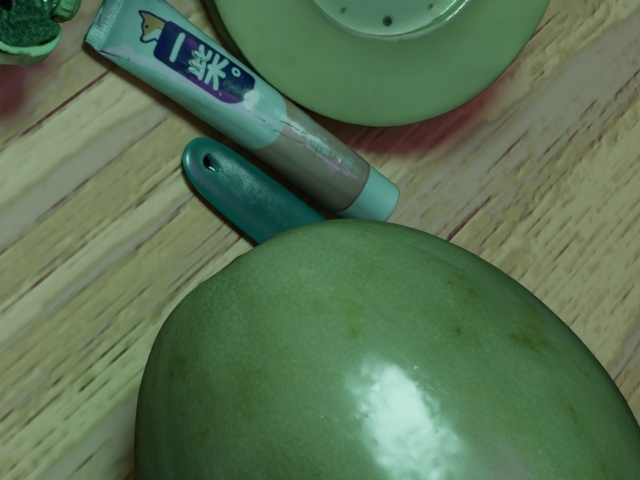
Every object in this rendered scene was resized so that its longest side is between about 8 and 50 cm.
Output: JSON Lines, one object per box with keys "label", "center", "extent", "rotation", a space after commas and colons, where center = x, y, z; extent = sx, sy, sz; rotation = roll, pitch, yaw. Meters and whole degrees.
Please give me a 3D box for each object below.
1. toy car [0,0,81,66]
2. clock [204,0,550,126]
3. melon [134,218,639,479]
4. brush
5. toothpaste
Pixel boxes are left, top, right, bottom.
{"label": "toy car", "center": [-0.171, -0.166, 0.936], "extent": [0.093, 0.058, 0.186], "rotation": [19, 54, -44]}
{"label": "clock", "center": [0.036, -0.183, 1.088], "extent": [0.235, 0.029, 0.235], "rotation": [-5, 102, -23]}
{"label": "melon", "center": [0.041, 0.140, 0.912], "extent": [0.272, 0.271, 0.308], "rotation": [-49, 120, -40]}
{"label": "brush", "center": [0.000, 0.000, 1.066], "extent": [0.193, 0.032, 0.043], "rotation": [39, 55, -30]}
{"label": "toothpaste", "center": [-0.041, -0.072, 1.050], "extent": [0.205, 0.036, 0.056], "rotation": [36, 54, -25]}
